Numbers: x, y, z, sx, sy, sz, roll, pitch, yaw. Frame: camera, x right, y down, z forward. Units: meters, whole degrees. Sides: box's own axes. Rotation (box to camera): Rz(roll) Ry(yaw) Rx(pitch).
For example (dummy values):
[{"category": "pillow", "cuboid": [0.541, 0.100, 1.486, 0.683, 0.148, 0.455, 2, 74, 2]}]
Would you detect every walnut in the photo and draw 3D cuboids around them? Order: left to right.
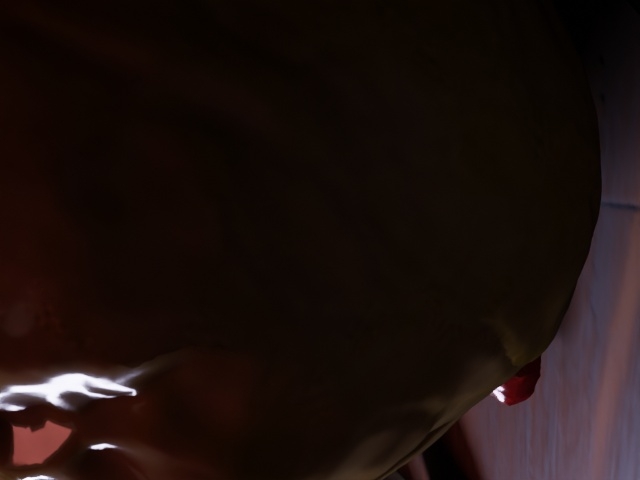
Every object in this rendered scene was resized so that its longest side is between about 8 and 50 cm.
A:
[{"category": "walnut", "cuboid": [-0.086, -0.042, 0.545, 0.354, 0.398, 0.308, 123, 170, -70]}]

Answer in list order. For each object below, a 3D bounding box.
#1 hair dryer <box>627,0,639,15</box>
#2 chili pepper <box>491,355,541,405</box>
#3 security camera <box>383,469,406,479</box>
[{"category": "hair dryer", "cuboid": [0.077, -0.160, 0.461, 0.255, 0.070, 0.128, 57, 162, 30]}, {"category": "chili pepper", "cuboid": [0.039, -0.003, 0.758, 0.252, 0.136, 0.144, 57, 133, 24]}, {"category": "security camera", "cuboid": [0.017, 0.181, 1.022, 0.301, 0.080, 0.157, 49, 171, 15]}]
